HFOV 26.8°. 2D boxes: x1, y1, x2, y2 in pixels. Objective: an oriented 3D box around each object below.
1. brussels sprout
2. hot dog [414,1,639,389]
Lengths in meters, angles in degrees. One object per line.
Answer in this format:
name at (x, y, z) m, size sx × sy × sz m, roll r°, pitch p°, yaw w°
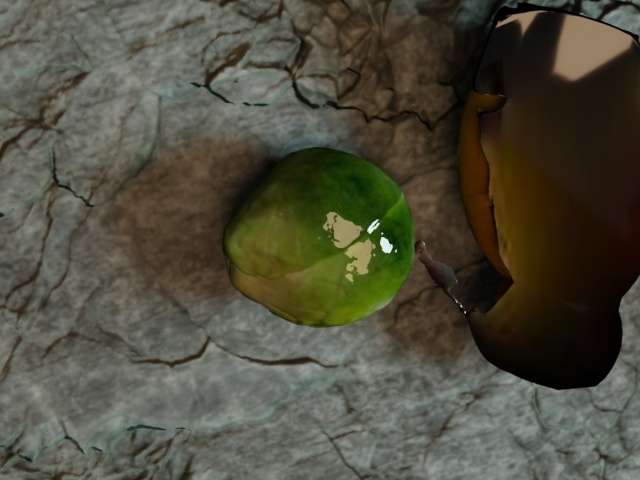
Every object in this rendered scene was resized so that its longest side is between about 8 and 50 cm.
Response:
brussels sprout at (0.002, -0.001, 1.069) m, size 0.155 × 0.117 × 0.155 m, roll 13°, pitch 127°, yaw 18°
hot dog at (0.177, -0.046, 1.101) m, size 0.194 × 0.107 × 0.326 m, roll 9°, pitch 119°, yaw -6°
